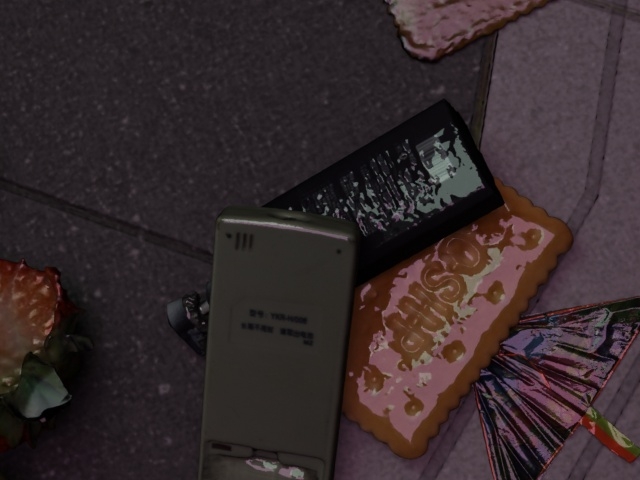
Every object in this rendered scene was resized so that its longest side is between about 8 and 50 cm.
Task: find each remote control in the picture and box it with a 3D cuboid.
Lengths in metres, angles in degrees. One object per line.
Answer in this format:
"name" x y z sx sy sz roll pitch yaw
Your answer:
"remote control" -0.038 0.112 1.086 0.123 0.038 0.285 6 110 6

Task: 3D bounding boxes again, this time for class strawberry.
"strawberry" -0.317 0.099 1.148 0.286 0.106 0.188 24 63 23

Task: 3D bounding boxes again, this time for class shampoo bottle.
"shampoo bottle" 0.000 -0.001 1.110 0.309 0.071 0.098 -29 69 15

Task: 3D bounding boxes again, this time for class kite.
"kite" 0.206 0.123 1.119 0.183 0.014 0.241 39 88 9

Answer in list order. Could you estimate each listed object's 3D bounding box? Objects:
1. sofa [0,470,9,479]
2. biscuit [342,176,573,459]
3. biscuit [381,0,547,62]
"sofa" -0.332 0.335 1.108 0.258 0.182 0.200 -37 98 2
"biscuit" 0.090 0.050 1.127 0.160 0.030 0.249 36 88 15
"biscuit" 0.141 -0.307 1.181 0.237 0.013 0.232 -26 80 4
